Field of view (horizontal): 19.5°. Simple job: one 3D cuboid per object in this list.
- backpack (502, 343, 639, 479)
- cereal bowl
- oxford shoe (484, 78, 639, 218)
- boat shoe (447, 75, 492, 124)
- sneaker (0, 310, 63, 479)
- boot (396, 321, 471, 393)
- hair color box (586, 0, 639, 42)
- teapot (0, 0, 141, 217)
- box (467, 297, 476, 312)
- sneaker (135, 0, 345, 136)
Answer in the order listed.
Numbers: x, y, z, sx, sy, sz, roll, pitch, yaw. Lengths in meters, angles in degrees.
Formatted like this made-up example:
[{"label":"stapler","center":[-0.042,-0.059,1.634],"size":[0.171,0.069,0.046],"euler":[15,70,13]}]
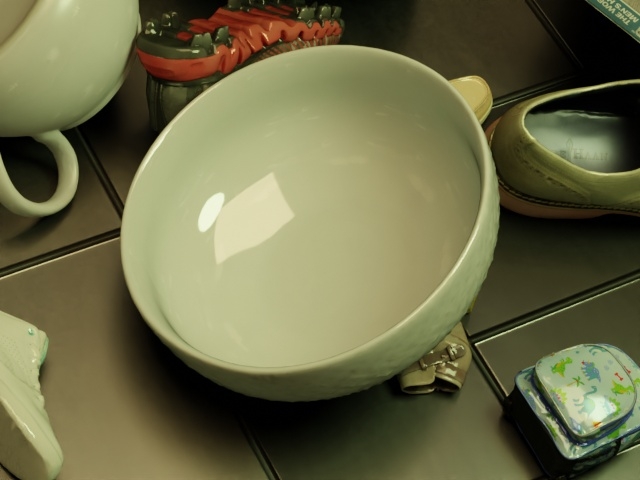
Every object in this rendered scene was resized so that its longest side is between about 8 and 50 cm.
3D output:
[{"label":"backpack","center":[0.237,0.144,1.649],"size":[0.114,0.084,0.105],"euler":[-20,63,-24]},{"label":"cereal bowl","center":[0.000,0.000,1.650],"size":[0.339,0.141,0.339],"euler":[-8,56,12]},{"label":"oxford shoe","center":[0.357,-0.086,1.770],"size":[0.397,0.146,0.140],"euler":[-5,77,-8]},{"label":"boat shoe","center":[0.104,-0.123,1.829],"size":[0.170,0.059,0.063],"euler":[-30,64,-25]},{"label":"sneaker","center":[-0.267,0.114,1.606],"size":[0.094,0.080,0.212],"euler":[-22,59,-35]},{"label":"boot","center":[0.078,0.096,1.687],"size":[0.118,0.042,0.087],"euler":[2,63,1]},{"label":"hair color box","center":[0.362,-0.313,1.875],"size":[0.174,0.105,0.347],"euler":[37,35,-2]},{"label":"teapot","center":[-0.260,-0.189,1.751],"size":[0.256,0.187,0.252],"euler":[-47,44,6]},{"label":"box","center":[0.113,-0.016,1.756],"size":[0.054,0.059,0.169],"euler":[1,55,-9]},{"label":"sneaker","center":[-0.076,-0.165,1.811],"size":[0.098,0.135,0.276],"euler":[19,27,31]}]
